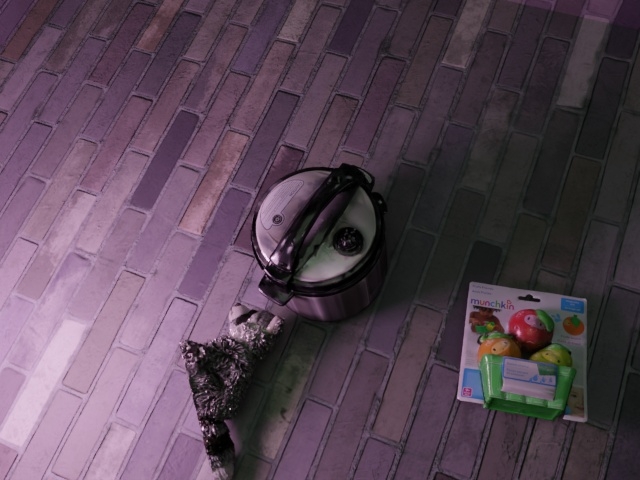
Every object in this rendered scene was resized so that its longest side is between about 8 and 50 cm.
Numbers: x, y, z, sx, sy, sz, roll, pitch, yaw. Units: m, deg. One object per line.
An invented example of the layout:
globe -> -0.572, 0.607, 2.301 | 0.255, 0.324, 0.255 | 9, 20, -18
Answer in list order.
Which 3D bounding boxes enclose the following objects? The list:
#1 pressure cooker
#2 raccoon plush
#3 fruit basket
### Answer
pressure cooker -> 0.006, 0.002, 1.702 | 0.375, 0.420, 0.370 | -10, 68, 3
raccoon plush -> -0.208, 0.402, 1.735 | 0.299, 0.216, 0.447 | -14, 95, -14
fruit basket -> 0.549, 0.284, 1.660 | 0.326, 0.165, 0.353 | 9, 66, 11
